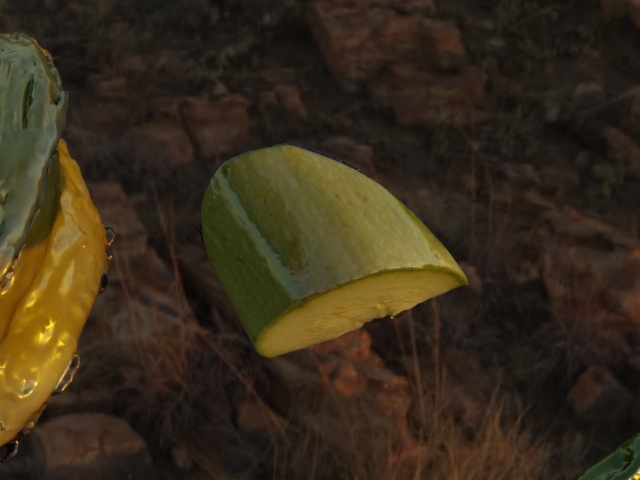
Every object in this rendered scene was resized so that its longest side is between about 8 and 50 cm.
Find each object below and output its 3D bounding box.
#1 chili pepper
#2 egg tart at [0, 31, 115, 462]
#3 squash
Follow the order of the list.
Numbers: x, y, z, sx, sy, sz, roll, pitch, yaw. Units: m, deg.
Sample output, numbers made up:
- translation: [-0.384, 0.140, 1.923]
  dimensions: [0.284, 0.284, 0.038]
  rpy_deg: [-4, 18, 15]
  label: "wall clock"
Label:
- translation: [0.183, 0.184, 0.751]
  dimensions: [0.202, 0.052, 0.050]
  rpy_deg: [-42, 62, -13]
  label: "chili pepper"
- translation: [-0.251, 0.032, 0.733]
  dimensions: [0.132, 0.345, 0.345]
  rpy_deg: [34, 31, -36]
  label: "egg tart"
- translation: [0.000, 0.000, 1.151]
  dimensions: [0.237, 0.204, 0.155]
  rpy_deg: [-24, 67, 8]
  label: "squash"
